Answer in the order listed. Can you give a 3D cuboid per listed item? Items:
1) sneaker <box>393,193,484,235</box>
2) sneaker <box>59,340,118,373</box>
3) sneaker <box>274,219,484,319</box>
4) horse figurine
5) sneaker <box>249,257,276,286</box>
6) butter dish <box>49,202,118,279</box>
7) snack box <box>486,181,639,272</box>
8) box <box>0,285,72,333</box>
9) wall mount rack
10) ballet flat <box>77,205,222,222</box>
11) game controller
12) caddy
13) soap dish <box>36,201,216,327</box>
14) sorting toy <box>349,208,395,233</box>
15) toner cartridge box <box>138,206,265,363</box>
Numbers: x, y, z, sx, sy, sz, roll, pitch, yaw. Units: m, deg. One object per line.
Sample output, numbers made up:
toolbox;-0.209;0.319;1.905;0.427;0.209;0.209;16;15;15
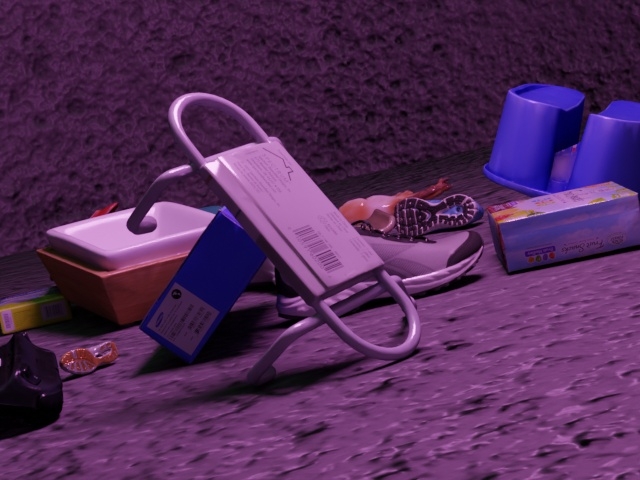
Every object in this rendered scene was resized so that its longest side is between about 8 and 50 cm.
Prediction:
sneaker;0.192;-0.036;2.353;0.162;0.063;0.073;-3;-7;34
sneaker;-0.275;0.141;1.690;0.037;0.032;0.083;-23;-8;39
sneaker;0.072;0.021;1.747;0.271;0.108;0.100;-12;4;-17
horse figurine;0.100;-0.055;2.605;0.263;0.066;0.174;-10;0;-4
sneaker;-0.048;-0.009;2.046;0.114;0.152;0.305;-13;7;-35
butter dish;-0.343;0.030;2.300;0.160;0.118;0.160;-49;6;-8
snack box;0.307;-0.020;1.835;0.174;0.070;0.207;-12;7;5
box;-0.446;0.106;2.269;0.109;0.042;0.178;-13;7;-10
wall mount rack;-0.023;0.001;1.493;0.304;0.350;0.130;-22;-23;-50
ballet flat;-0.295;0.013;2.567;0.316;0.106;0.107;-4;43;18
game controller;-0.361;0.144;1.546;0.166;0.067;0.319;-1;3;-12
caddy;0.381;-0.122;2.173;0.241;0.179;0.341;14;14;17
soap dish;-0.257;0.031;2.107;0.229;0.118;0.291;-15;13;-26
sorting toy;0.000;0.000;2.434;0.229;0.041;0.307;-17;6;-4
toner cartridge box;-0.116;0.031;1.749;0.165;0.075;0.348;-54;1;7
